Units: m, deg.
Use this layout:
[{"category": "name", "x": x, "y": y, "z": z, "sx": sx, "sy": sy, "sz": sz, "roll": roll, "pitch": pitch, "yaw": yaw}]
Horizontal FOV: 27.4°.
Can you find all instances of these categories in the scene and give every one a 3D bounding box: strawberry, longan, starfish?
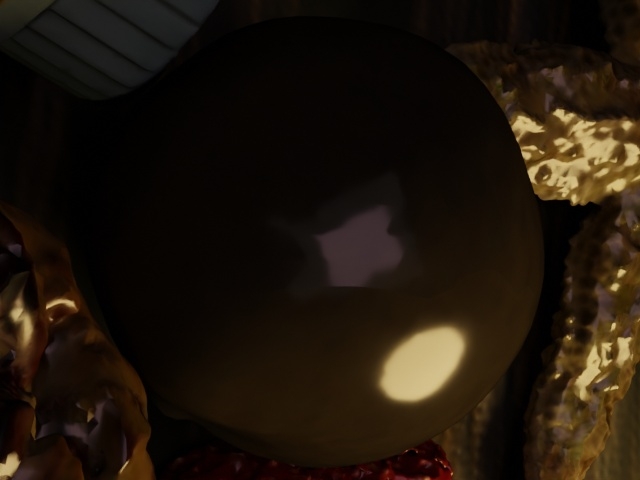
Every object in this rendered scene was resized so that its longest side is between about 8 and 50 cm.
[{"category": "strawberry", "x": 0.001, "y": 0.143, "z": 0.646, "sx": 0.188, "sy": 0.082, "sz": 0.121, "roll": -22, "pitch": 100, "yaw": -32}, {"category": "longan", "x": 0.000, "y": 0.000, "z": 0.570, "sx": 0.220, "sy": 0.197, "sz": 0.196, "roll": 33, "pitch": 70, "yaw": -52}, {"category": "starfish", "x": 0.146, "y": -0.064, "z": 0.759, "sx": 0.324, "sy": 0.082, "sz": 0.432, "roll": 44, "pitch": 68, "yaw": -32}]

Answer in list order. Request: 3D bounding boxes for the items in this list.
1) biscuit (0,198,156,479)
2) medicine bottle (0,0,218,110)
[{"category": "biscuit", "x": -0.173, "y": 0.071, "z": 0.380, "sx": 0.334, "sy": 0.081, "sz": 0.289, "roll": 35, "pitch": 52, "yaw": -38}, {"category": "medicine bottle", "x": -0.174, "y": -0.184, "z": 0.465, "sx": 0.318, "sy": 0.158, "sz": 0.158, "roll": 31, "pitch": 72, "yaw": -34}]
